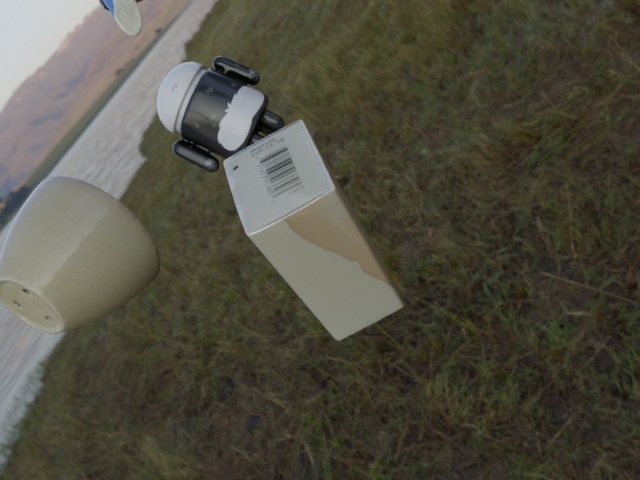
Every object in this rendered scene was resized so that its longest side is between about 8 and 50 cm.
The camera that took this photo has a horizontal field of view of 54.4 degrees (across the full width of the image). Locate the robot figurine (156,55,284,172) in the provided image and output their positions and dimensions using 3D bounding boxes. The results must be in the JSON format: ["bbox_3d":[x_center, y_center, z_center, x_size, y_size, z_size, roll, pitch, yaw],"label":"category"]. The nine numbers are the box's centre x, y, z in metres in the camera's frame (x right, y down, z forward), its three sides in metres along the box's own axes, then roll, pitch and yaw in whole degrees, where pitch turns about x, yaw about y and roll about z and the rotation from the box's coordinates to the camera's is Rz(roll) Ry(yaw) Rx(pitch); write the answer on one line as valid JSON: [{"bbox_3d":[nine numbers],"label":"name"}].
[{"bbox_3d":[-0.223,-0.279,1.385,0.209,0.278,0.173,-72,9,-47],"label":"robot figurine"}]

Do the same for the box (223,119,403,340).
[{"bbox_3d":[0.000,0.000,0.875,0.121,0.311,0.148,-28,52,6],"label":"box"}]

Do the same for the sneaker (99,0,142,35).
[{"bbox_3d":[-0.427,-0.499,1.327,0.058,0.152,0.084,-33,8,-13],"label":"sneaker"}]

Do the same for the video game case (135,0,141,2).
[{"bbox_3d":[-0.348,-0.551,1.323,0.122,0.011,0.087,-38,0,-28],"label":"video game case"}]

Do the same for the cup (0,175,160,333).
[{"bbox_3d":[-0.558,0.060,1.360,0.331,0.331,0.237,-27,24,44],"label":"cup"}]
